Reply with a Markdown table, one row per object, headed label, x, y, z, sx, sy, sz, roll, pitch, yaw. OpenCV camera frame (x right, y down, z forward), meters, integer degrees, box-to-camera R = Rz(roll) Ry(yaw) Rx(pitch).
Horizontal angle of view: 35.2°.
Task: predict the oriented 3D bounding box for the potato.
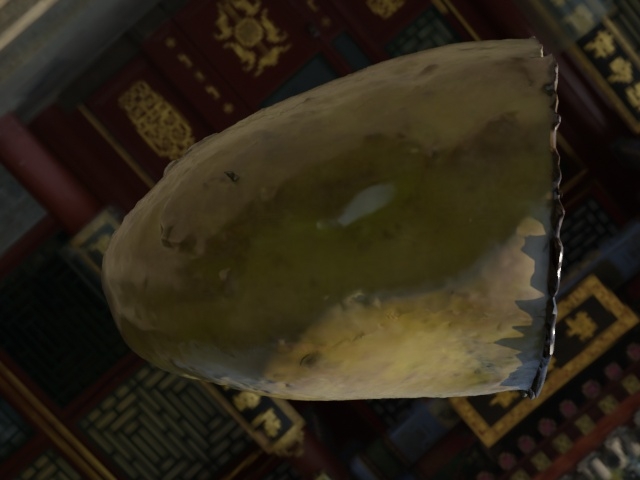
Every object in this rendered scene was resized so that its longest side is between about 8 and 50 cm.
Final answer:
| label | x | y | z | sx | sy | sz | roll | pitch | yaw |
| --- | --- | --- | --- | --- | --- | --- | --- | --- | --- |
| potato | 0.000 | 0.000 | 0.598 | 0.266 | 0.229 | 0.229 | -5 | -165 | 4 |
